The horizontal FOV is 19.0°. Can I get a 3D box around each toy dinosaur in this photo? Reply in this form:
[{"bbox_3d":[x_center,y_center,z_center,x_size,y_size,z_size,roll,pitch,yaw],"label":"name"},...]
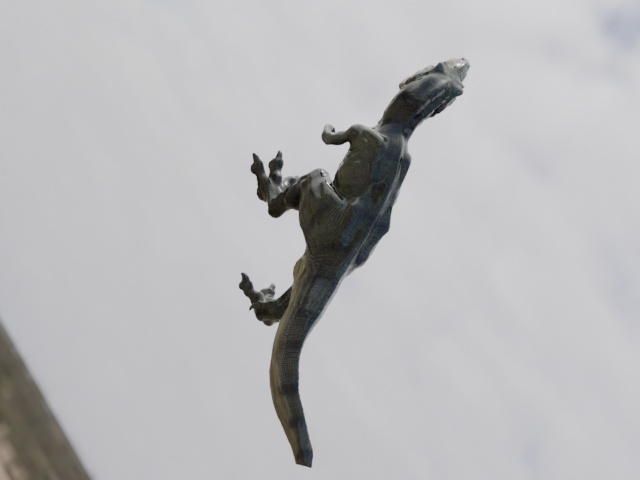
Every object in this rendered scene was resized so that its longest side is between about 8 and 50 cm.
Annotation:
[{"bbox_3d":[0.000,0.000,1.122,0.064,0.268,0.118,32,-19,-32],"label":"toy dinosaur"}]
